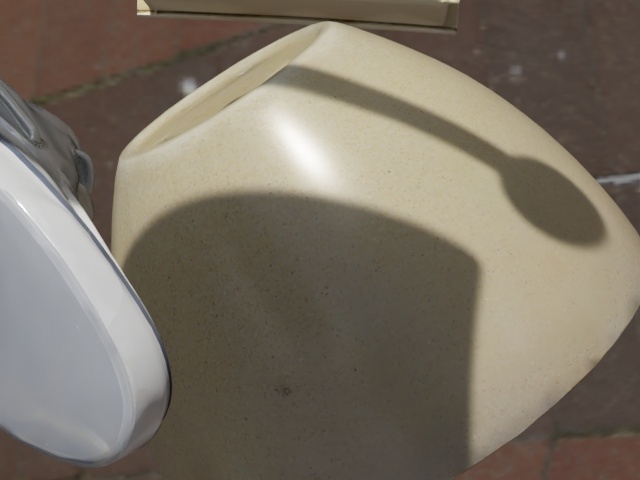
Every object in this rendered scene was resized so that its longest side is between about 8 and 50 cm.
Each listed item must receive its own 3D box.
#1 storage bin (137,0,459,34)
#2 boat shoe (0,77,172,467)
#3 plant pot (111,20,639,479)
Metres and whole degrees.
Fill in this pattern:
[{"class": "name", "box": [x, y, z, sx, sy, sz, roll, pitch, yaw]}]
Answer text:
[{"class": "storage bin", "box": [-0.014, -0.305, 1.331, 0.262, 0.123, 0.260, 4, 89, 3]}, {"class": "boat shoe", "box": [-0.129, -0.023, 0.653, 0.258, 0.084, 0.095, 47, 130, 22]}, {"class": "plant pot", "box": [0.000, 0.000, 0.888, 0.284, 0.284, 0.191, -23, 107, 39]}]
